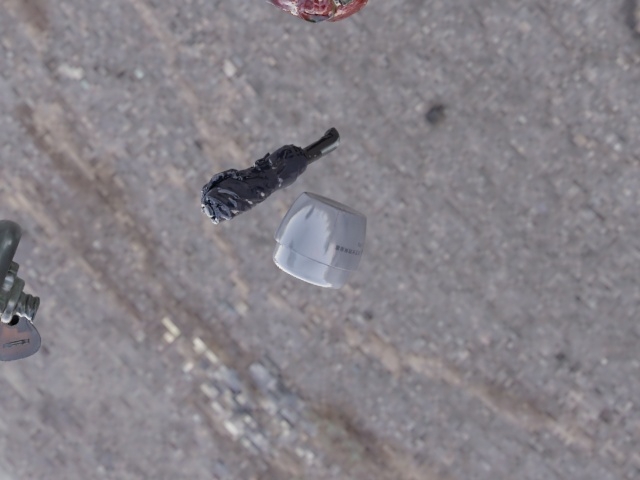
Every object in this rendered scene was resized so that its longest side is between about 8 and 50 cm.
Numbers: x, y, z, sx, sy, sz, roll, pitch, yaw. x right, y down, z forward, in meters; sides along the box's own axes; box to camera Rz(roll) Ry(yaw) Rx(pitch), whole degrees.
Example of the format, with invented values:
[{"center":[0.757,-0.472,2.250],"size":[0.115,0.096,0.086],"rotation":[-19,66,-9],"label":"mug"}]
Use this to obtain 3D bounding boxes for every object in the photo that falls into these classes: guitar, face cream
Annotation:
[{"center":[-0.537,0.099,2.455],"size":[0.025,0.088,0.233],"rotation":[-141,43,-61],"label":"guitar"},{"center":[0.000,0.000,1.855],"size":[0.117,0.104,0.117],"rotation":[21,-173,-3],"label":"face cream"}]

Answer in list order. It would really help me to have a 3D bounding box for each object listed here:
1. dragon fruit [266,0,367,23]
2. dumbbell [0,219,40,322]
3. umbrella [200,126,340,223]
[{"center":[-0.012,-0.416,2.029],"size":[0.193,0.192,0.274],"rotation":[52,-169,-41],"label":"dragon fruit"},{"center":[-0.512,0.010,1.607],"size":[0.406,0.179,0.179],"rotation":[21,155,-12],"label":"dumbbell"},{"center":[-0.064,-0.101,2.021],"size":[0.071,0.248,0.071],"rotation":[43,149,33],"label":"umbrella"}]
